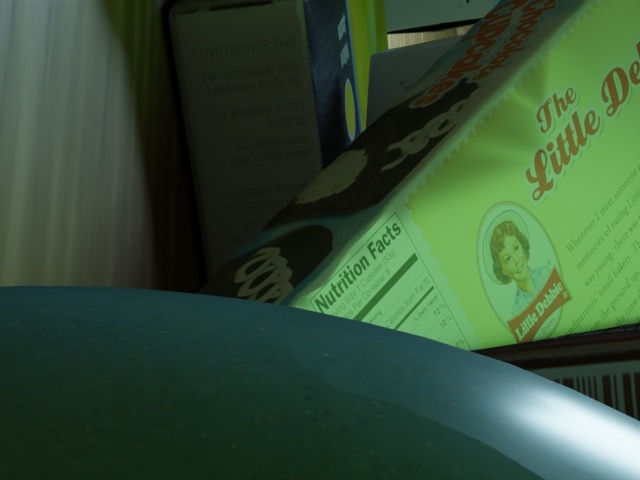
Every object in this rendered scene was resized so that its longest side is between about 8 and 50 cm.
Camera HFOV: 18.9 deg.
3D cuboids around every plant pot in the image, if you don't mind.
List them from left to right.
[{"bbox_3d":[0.025,0.143,0.401,0.290,0.195,0.290,-7,90,-81],"label":"plant pot"}]

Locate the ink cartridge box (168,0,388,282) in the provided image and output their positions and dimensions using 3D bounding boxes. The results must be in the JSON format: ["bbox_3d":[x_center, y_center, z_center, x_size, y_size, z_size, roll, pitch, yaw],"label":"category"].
[{"bbox_3d":[0.000,0.000,0.926,0.303,0.072,0.307,-75,158,-69],"label":"ink cartridge box"}]

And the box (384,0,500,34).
[{"bbox_3d":[0.067,-0.296,1.285,0.262,0.126,0.231,-99,-179,-60],"label":"box"}]

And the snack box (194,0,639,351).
[{"bbox_3d":[0.072,0.037,0.680,0.322,0.060,0.187,-45,114,-41],"label":"snack box"}]

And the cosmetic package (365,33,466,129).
[{"bbox_3d":[0.119,0.131,0.859,0.284,0.097,0.377,29,61,-55],"label":"cosmetic package"}]

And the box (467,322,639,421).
[{"bbox_3d":[0.146,0.102,0.577,0.203,0.168,0.167,-5,86,-46],"label":"box"}]
